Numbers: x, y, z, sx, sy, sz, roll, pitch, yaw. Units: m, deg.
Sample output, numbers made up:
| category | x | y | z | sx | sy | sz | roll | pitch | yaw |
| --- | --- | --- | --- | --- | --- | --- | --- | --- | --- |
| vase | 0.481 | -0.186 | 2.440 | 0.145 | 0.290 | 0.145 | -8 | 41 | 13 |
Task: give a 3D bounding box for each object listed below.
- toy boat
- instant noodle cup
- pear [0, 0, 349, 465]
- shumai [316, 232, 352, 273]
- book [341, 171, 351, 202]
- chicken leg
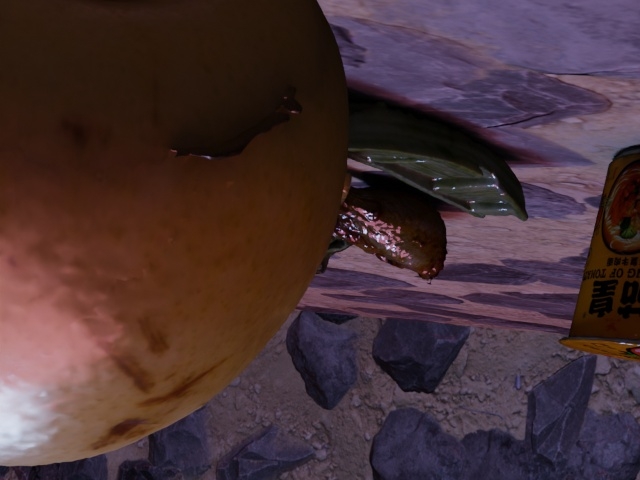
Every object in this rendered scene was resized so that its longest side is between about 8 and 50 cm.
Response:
| category | x | y | z | sx | sy | sz | roll | pitch | yaw |
| --- | --- | --- | --- | --- | --- | --- | --- | --- | --- |
| toy boat | 0.081 | -0.070 | 1.085 | 0.093 | 0.055 | 0.293 | 2 | 171 | 42 |
| instant noodle cup | 0.318 | 0.021 | 1.069 | 0.215 | 0.172 | 0.216 | 8 | 173 | 1 |
| pear | -0.136 | -0.049 | 0.588 | 0.309 | 0.309 | 0.309 | 8 | 173 | 1 |
| shumai | -0.001 | 0.000 | 1.593 | 0.123 | 0.087 | 0.099 | 2 | 170 | 29 |
| book | -0.167 | -0.083 | 1.120 | 0.388 | 0.032 | 0.269 | 13 | 179 | -3 |
| chicken leg | 0.062 | -0.020 | 1.433 | 0.177 | 0.083 | 0.322 | 18 | 175 | 6 |
